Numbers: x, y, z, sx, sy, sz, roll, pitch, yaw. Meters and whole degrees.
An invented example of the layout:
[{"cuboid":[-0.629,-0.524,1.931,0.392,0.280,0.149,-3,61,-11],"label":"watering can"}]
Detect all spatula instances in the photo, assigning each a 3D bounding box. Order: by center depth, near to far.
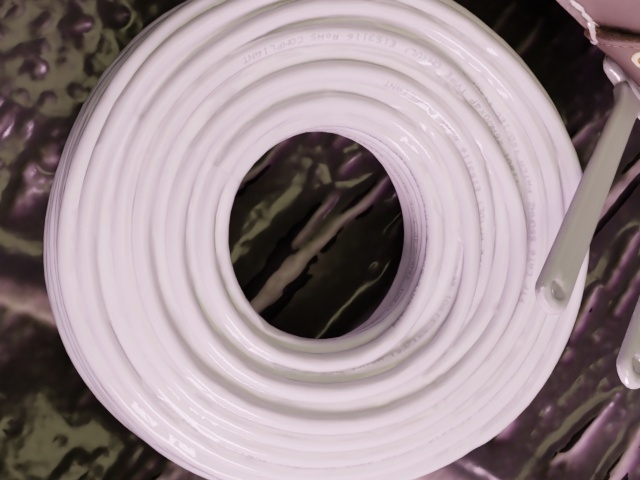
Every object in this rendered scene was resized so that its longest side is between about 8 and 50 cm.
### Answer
[{"cuboid":[0.182,-0.006,0.536,0.168,0.019,0.242,49,45,-19],"label":"spatula"}]

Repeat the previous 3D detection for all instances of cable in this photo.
[{"cuboid":[0.000,0.000,0.519,0.257,0.089,0.257,45,82,-13],"label":"cable"}]

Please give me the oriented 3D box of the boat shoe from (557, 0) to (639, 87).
[{"cuboid":[0.195,-0.104,0.508,0.324,0.116,0.097,24,50,-34],"label":"boat shoe"}]
